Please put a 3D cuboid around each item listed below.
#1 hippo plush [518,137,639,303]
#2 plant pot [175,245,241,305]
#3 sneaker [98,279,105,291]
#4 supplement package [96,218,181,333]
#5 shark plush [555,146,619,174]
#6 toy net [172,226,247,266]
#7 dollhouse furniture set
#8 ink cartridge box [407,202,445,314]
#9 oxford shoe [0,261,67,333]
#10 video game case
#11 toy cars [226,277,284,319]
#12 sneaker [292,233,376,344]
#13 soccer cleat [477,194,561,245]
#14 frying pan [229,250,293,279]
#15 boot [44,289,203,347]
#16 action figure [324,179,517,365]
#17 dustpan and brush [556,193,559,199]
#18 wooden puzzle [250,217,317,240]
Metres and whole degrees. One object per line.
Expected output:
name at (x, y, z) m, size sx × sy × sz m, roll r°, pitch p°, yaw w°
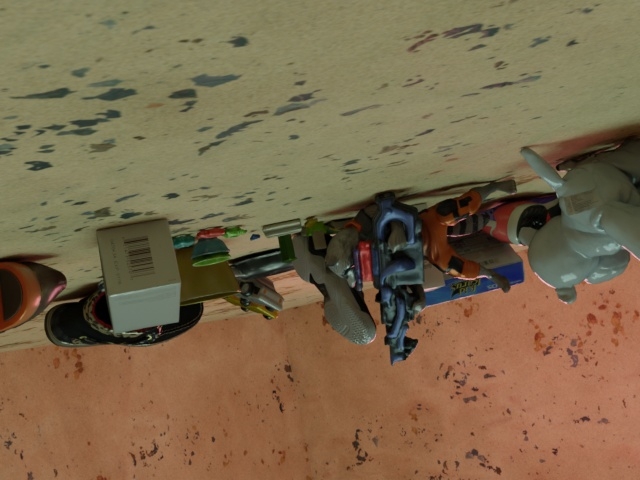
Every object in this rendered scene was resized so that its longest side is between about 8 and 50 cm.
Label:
hippo plush at (0.433, 0.003, 1.497) m, size 0.294 × 0.234 × 0.237 m, roll -11°, pitch 142°, yaw -30°
plant pot at (-0.219, 0.060, 1.762) m, size 0.134 × 0.095 × 0.134 m, roll -12°, pitch 173°, yaw -1°
sneaker at (-0.371, 0.089, 1.909) m, size 0.135 × 0.058 × 0.052 m, roll -12°, pitch 174°, yaw 11°
supplement package at (-0.267, 0.056, 1.438) m, size 0.105 × 0.105 × 0.179 m, roll -11°, pitch 159°, yaw -13°
shark plush at (0.459, -0.135, 1.607) m, size 0.067 × 0.073 × 0.161 m, roll -32°, pitch 169°, yaw -44°
toy net at (-0.234, 0.016, 1.577) m, size 0.232 × 0.045 × 0.122 m, roll -6°, pitch 172°, yaw -40°
dollhouse furniture set at (0.000, 0.000, 1.793) m, size 0.151 × 0.059 × 0.076 m, roll -8°, pitch 173°, yaw -27°
ink cartridge box at (0.182, 0.039, 1.834) m, size 0.067 × 0.198 × 0.115 m, roll -11°, pitch 174°, yaw -5°
oxford shoe at (-0.566, 0.120, 1.548) m, size 0.363 × 0.130 × 0.132 m, roll -14°, pitch 179°, yaw 22°
video game case at (0.267, 0.044, 2.077) m, size 0.269 × 0.061 × 0.244 m, roll -13°, pitch -153°, yaw -3°
toy cars at (-0.167, 0.115, 2.354) m, size 0.176 × 0.087 × 0.394 m, roll 25°, pitch 169°, yaw -1°
sneaker at (0.064, 0.072, 1.838) m, size 0.153 × 0.269 × 0.101 m, roll -17°, pitch 142°, yaw -27°
soccer cleat at (0.451, -0.050, 2.080) m, size 0.116 × 0.109 × 0.318 m, roll 13°, pitch -166°, yaw 37°
frying pan at (-0.144, 0.053, 2.081) m, size 0.197 × 0.053 × 0.326 m, roll -18°, pitch 174°, yaw 38°
boot at (-0.394, 0.157, 2.166) m, size 0.377 × 0.138 × 0.284 m, roll -1°, pitch 169°, yaw -31°
action figure at (0.165, 0.037, 1.706) m, size 0.330 × 0.341 × 0.178 m, roll -3°, pitch -149°, yaw -10°
dustpan and brush at (0.594, -0.092, 2.047) m, size 0.147 × 0.060 × 0.211 m, roll -15°, pitch 173°, yaw 27°
wooden puzzle at (-0.065, -0.022, 1.695) m, size 0.116 × 0.014 × 0.078 m, roll -11°, pitch 169°, yaw -8°
